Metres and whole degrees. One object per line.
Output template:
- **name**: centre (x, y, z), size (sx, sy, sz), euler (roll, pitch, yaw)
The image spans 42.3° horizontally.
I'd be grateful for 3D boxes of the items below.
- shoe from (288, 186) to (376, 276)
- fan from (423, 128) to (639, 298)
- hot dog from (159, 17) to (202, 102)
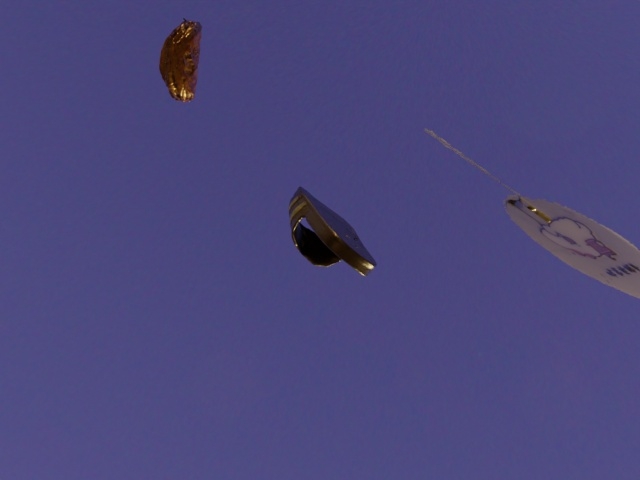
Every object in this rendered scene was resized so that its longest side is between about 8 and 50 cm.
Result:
- **shoe**: centre (0.000, 0.000, 0.783), size (0.071, 0.179, 0.049), euler (38, -82, -22)
- **fan**: centre (0.224, -0.034, 0.869), size (0.329, 0.191, 0.009), euler (40, -61, 30)
- **hot dog**: centre (-0.142, -0.183, 0.842), size (0.035, 0.058, 0.083), euler (5, -80, -23)
